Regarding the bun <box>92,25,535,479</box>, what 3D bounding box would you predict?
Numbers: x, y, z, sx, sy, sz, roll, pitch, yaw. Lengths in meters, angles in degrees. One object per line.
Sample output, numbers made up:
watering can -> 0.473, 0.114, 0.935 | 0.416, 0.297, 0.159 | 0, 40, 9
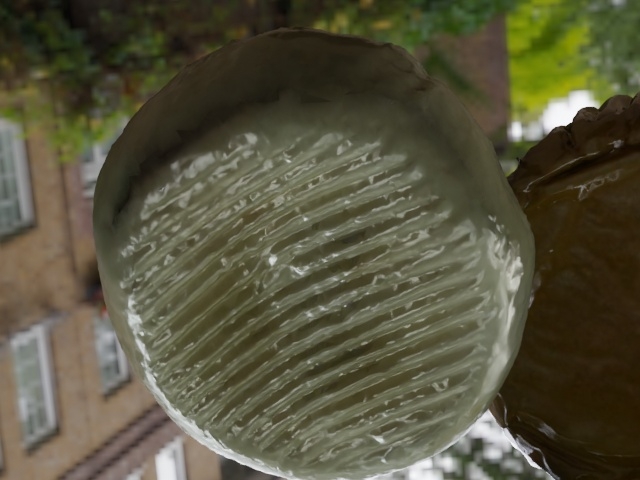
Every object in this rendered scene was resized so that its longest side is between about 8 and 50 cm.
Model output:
bun -> 0.000, 0.000, 0.793 | 0.222, 0.222, 0.127 | -3, -154, 12

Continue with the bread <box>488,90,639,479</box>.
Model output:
bread -> 0.212, 0.031, 0.901 | 0.253, 0.227, 0.142 | -2, 175, 18
